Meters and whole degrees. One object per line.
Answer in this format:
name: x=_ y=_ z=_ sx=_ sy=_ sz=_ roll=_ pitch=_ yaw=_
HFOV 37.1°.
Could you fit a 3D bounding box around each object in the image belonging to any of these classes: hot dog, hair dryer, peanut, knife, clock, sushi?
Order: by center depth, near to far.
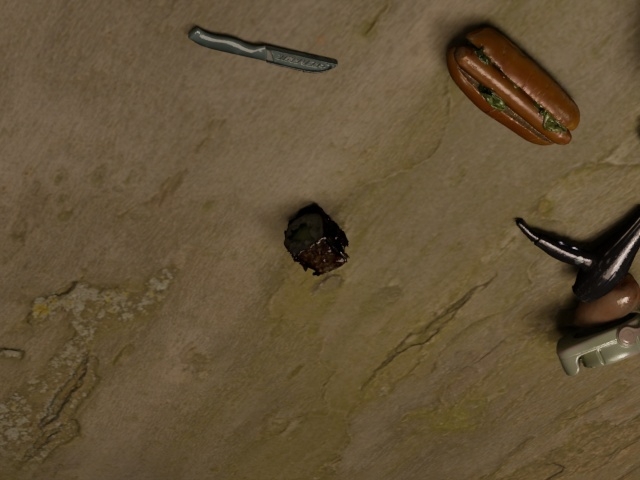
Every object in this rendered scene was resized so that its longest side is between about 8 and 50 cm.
knife: x=-0.078 y=-0.259 z=1.315 sx=0.210 sy=0.015 sz=0.028 roll=11 pitch=130 yaw=-15
hot dog: x=0.274 y=-0.207 z=1.349 sx=0.250 sy=0.068 sz=0.100 roll=31 pitch=127 yaw=-31
sushi: x=-0.001 y=0.000 z=1.540 sx=0.098 sy=0.094 sz=0.084 roll=-23 pitch=135 yaw=20
hair dryer: x=0.428 y=-0.001 z=1.593 sx=0.219 sy=0.075 sz=0.195 roll=21 pitch=123 yaw=-13
peanut: x=0.509 y=0.112 z=1.699 sx=0.076 sy=0.076 sz=0.152 roll=19 pitch=136 yaw=-21
clock: x=0.525 y=0.180 z=1.725 sx=0.191 sy=0.062 sz=0.151 roll=-23 pitch=177 yaw=17
